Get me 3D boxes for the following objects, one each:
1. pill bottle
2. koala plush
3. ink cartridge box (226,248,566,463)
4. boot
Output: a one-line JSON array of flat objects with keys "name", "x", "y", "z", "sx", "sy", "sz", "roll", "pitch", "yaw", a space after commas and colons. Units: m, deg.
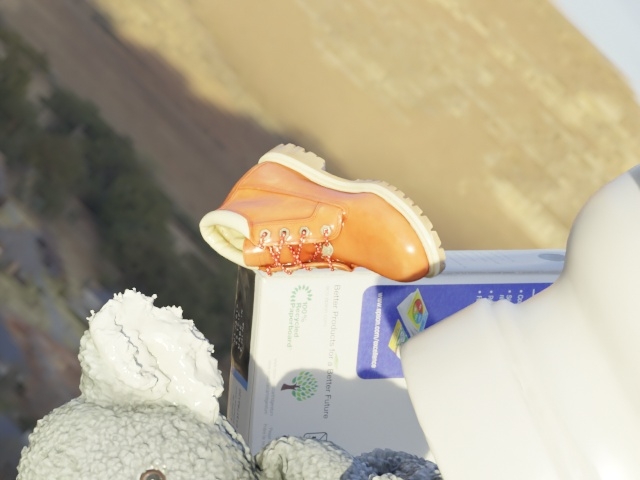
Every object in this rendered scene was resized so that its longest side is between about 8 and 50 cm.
[{"name": "pill bottle", "x": 0.229, "y": 0.033, "z": 0.765, "sx": 0.210, "sy": 0.363, "sz": 0.210, "roll": 60, "pitch": 8, "yaw": -14}, {"name": "koala plush", "x": -0.051, "y": 0.145, "z": 0.910, "sx": 0.221, "sy": 0.196, "sz": 0.203, "roll": 27, "pitch": 15, "yaw": -3}, {"name": "ink cartridge box", "x": 0.103, "y": 0.091, "z": 1.284, "sx": 0.332, "sy": 0.165, "sz": 0.065, "roll": 1, "pitch": 14, "yaw": -19}, {"name": "boot", "x": 0.000, "y": 0.000, "z": 1.125, "sx": 0.158, "sy": 0.084, "sz": 0.059, "roll": 22, "pitch": -43, "yaw": 41}]
